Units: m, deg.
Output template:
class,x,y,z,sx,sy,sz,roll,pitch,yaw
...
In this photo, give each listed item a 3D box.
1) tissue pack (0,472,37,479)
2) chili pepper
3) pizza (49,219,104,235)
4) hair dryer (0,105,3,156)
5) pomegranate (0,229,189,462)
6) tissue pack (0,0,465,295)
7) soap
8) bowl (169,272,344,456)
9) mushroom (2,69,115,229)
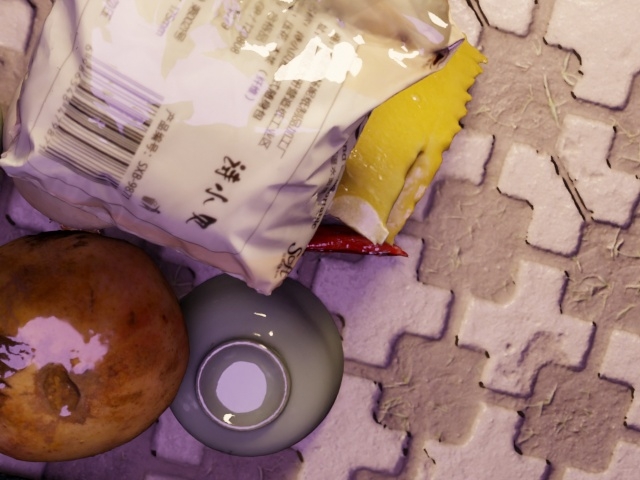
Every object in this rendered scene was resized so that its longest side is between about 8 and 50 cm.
class,x,y,z,sx,sy,sz,roll,pitch,yaw
tissue pack,-0.372,0.506,1.108,0.416,0.264,0.253,14,97,-2
chili pepper,0.000,0.000,1.163,0.268,0.059,0.050,3,84,-4
pizza,-0.366,-0.022,1.179,0.083,0.016,0.037,18,94,-6
hair dryer,-0.543,-0.128,1.115,0.119,0.298,0.296,-12,124,-40
pomegranate,-0.334,0.137,1.021,0.322,0.322,0.322,0,96,-1
tissue pack,-0.108,-0.163,0.783,0.390,0.195,0.375,29,109,-13
soap,0.109,-0.173,1.024,0.169,0.304,0.338,29,95,-7
bowl,-0.106,0.195,1.139,0.289,0.146,0.289,0,96,0
mushroom,-0.243,-0.146,1.026,0.356,0.315,0.315,28,95,8
